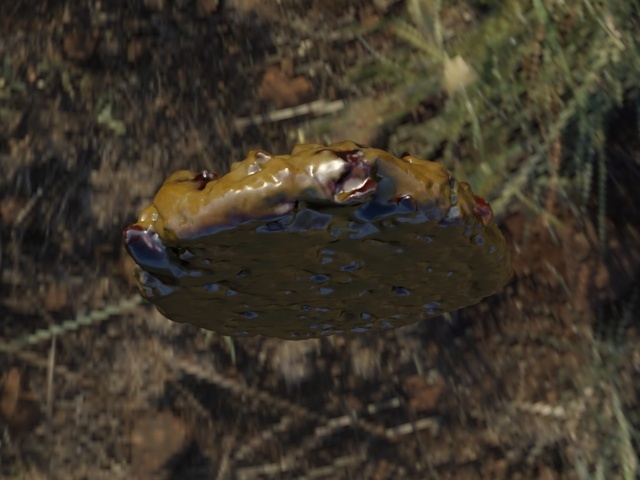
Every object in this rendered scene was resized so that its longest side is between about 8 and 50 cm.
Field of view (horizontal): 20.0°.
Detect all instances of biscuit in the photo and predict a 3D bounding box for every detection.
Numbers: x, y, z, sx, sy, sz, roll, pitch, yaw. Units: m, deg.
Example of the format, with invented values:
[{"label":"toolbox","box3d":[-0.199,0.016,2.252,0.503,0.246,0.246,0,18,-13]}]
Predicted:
[{"label":"biscuit","box3d":[-0.004,0.001,1.418,0.289,0.081,0.334,-9,159,14]}]
